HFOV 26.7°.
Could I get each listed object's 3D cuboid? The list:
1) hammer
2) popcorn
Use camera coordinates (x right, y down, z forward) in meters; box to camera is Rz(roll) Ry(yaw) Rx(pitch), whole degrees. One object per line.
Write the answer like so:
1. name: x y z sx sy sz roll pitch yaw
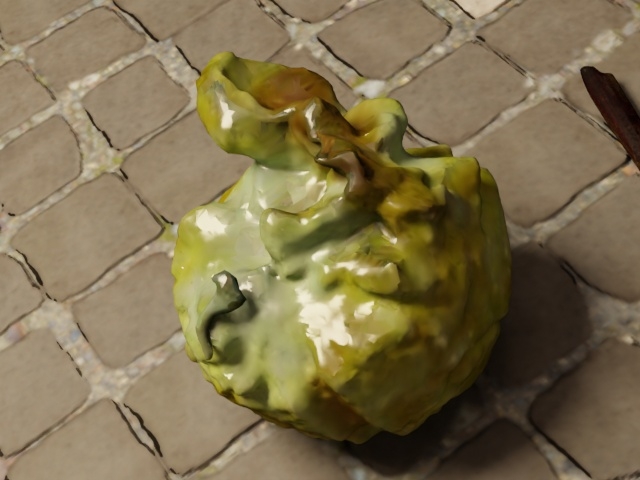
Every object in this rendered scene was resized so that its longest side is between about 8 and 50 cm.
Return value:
1. hammer: 0.199 -0.048 0.800 0.065 0.021 0.178 -21 46 0
2. popcorn: 0.000 0.000 0.716 0.197 0.213 0.198 -15 16 4
